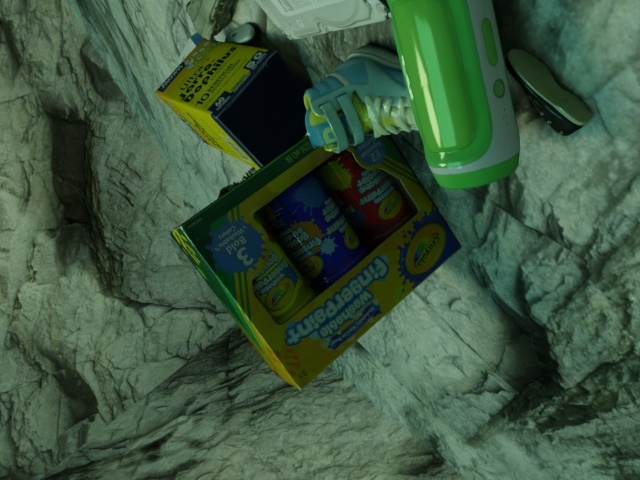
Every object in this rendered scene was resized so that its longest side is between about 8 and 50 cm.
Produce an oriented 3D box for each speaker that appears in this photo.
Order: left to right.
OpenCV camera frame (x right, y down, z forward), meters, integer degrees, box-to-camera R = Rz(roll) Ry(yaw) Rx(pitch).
[{"bbox_3d":[0.171,-0.222,0.742,0.131,0.131,0.297,17,128,61],"label":"speaker"}]

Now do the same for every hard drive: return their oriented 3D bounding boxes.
[{"bbox_3d":[-0.033,-0.439,0.917,0.237,0.064,0.339,45,169,-31],"label":"hard drive"}]

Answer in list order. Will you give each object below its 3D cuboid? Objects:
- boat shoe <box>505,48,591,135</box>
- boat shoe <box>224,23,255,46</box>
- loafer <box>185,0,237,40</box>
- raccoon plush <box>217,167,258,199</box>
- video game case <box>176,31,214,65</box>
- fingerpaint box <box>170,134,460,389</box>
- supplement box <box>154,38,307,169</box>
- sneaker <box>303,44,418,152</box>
[{"bbox_3d":[0.281,-0.188,0.737,0.133,0.049,0.042,46,154,4],"label":"boat shoe"},{"bbox_3d":[-0.181,-0.472,1.354,0.040,0.049,0.142,27,176,-32],"label":"boat shoe"},{"bbox_3d":[-0.245,-0.539,1.264,0.111,0.112,0.319,47,164,-12],"label":"loafer"},{"bbox_3d":[-0.111,-0.182,1.636,0.216,0.299,0.446,39,-164,-7],"label":"raccoon plush"},{"bbox_3d":[-0.298,-0.443,1.665,0.270,0.061,0.244,56,163,-13],"label":"video game case"},{"bbox_3d":[0.000,0.000,1.148,0.371,0.444,0.163,56,161,-10],"label":"fingerpaint box"},{"bbox_3d":[-0.201,-0.325,1.361,0.356,0.194,0.195,30,168,49],"label":"supplement box"},{"bbox_3d":[0.100,-0.193,0.916,0.319,0.208,0.127,32,153,44],"label":"sneaker"}]
